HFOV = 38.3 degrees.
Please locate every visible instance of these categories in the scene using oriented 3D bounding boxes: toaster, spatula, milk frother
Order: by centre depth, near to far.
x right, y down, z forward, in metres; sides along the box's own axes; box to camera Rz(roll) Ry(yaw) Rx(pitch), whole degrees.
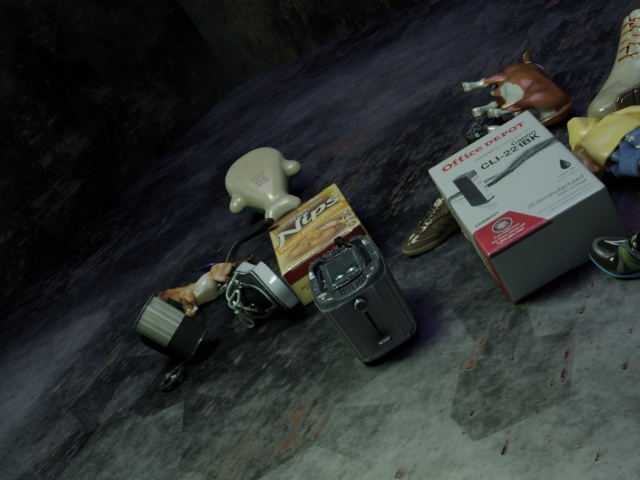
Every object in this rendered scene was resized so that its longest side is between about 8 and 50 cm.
[{"bbox_3d":[0.067,0.093,1.495,0.129,0.146,0.227,-31,20,3],"label":"toaster"},{"bbox_3d":[-0.315,0.205,1.834,0.129,0.134,0.143,-58,4,29],"label":"milk frother"},{"bbox_3d":[-0.187,0.018,2.082,0.084,0.030,0.296,4,-31,-35],"label":"spatula"}]

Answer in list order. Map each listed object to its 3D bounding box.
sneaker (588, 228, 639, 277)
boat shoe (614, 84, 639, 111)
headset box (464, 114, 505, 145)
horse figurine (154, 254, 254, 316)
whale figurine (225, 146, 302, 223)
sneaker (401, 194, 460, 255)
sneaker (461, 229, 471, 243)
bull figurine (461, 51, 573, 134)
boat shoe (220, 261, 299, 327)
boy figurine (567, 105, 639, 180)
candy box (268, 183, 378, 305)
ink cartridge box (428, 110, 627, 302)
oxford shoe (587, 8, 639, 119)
[{"bbox_3d":[0.432,0.011,1.228,0.067,0.078,0.188,-39,20,-16],"label":"sneaker"},{"bbox_3d":[0.595,-0.237,1.562,0.189,0.068,0.072,-3,9,13],"label":"boat shoe"},{"bbox_3d":[0.359,-0.244,2.007,0.062,0.032,0.083,-14,26,41],"label":"headset box"},{"bbox_3d":[-0.248,0.110,2.064,0.263,0.066,0.174,-33,25,5],"label":"horse figurine"},{"bbox_3d":[-0.130,-0.120,2.372,0.216,0.141,0.272,-35,44,-5],"label":"whale figurine"},{"bbox_3d":[0.221,-0.046,1.696,0.188,0.071,0.066,-32,20,2],"label":"sneaker"},{"bbox_3d":[0.312,-0.054,1.596,0.161,0.057,0.075,-36,25,1],"label":"sneaker"},{"bbox_3d":[0.414,-0.307,1.938,0.188,0.101,0.310,-20,23,1],"label":"bull figurine"},{"bbox_3d":[-0.136,0.107,1.831,0.105,0.113,0.306,-45,19,-12],"label":"boat shoe"},{"bbox_3d":[0.481,-0.146,1.501,0.177,0.092,0.285,-48,18,-2],"label":"boy figurine"},{"bbox_3d":[0.000,0.000,1.902,0.183,0.088,0.316,-33,20,3],"label":"candy box"},{"bbox_3d":[0.313,-0.061,1.440,0.197,0.114,0.273,-31,34,5],"label":"ink cartridge box"},{"bbox_3d":[0.586,-0.342,1.716,0.140,0.147,0.397,-8,32,49],"label":"oxford shoe"}]
